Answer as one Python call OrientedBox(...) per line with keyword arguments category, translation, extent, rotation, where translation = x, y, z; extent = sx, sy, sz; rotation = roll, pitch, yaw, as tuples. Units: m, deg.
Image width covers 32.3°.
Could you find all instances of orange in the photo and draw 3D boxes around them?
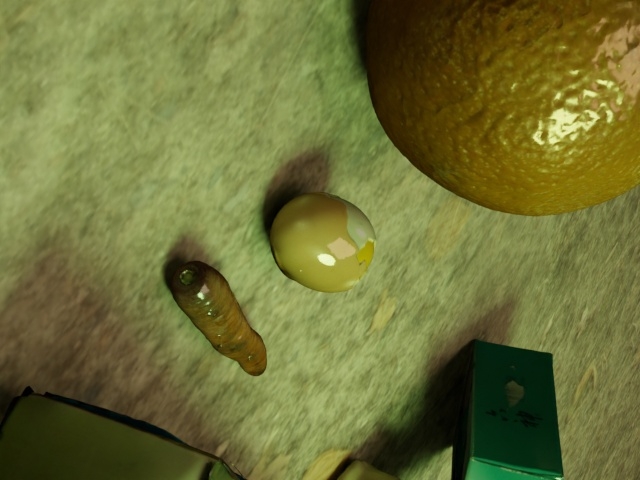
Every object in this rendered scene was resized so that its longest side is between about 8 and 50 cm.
OrientedBox(category="orange", translation=(0.157, -0.140, 0.796), extent=(0.264, 0.264, 0.264), rotation=(-39, 140, -42))

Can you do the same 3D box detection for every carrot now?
OrientedBox(category="carrot", translation=(-0.064, 0.061, 0.758), extent=(0.035, 0.036, 0.165), rotation=(-57, 152, -19))

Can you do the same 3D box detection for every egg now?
OrientedBox(category="egg", translation=(0.000, 0.000, 0.785), extent=(0.083, 0.071, 0.071), rotation=(32, 81, -59))

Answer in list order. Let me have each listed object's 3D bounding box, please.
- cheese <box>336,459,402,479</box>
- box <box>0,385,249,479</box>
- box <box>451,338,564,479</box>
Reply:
OrientedBox(category="cheese", translation=(0.011, 0.383, 1.031), extent=(0.384, 0.104, 0.384), rotation=(-39, 140, -43))
OrientedBox(category="box", translation=(-0.129, 0.340, 0.657), extent=(0.420, 0.138, 0.373), rotation=(68, 42, -57))
OrientedBox(category="box", translation=(0.188, 0.227, 1.146), extent=(0.245, 0.092, 0.153), rotation=(-67, 167, -67))
